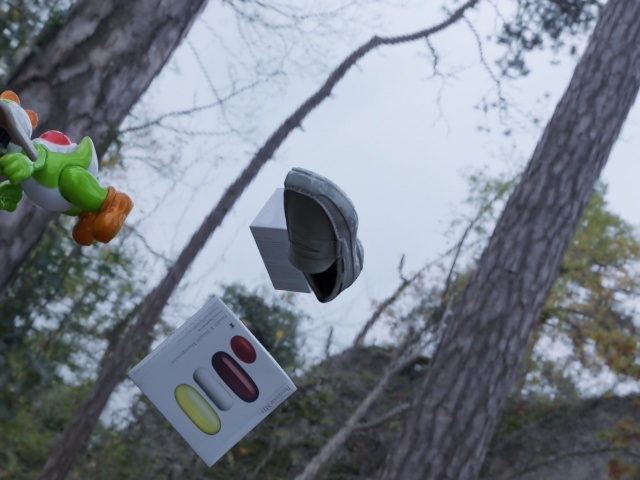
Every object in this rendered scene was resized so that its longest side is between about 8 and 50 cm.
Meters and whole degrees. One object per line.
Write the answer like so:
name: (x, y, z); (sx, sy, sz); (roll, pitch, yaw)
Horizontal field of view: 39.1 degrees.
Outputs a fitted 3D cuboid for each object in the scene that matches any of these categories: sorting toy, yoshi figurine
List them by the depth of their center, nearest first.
sorting toy: (-0.490, -0.190, 1.163); (0.229, 0.041, 0.307); (28, -12, -4)
yoshi figurine: (-0.517, -0.108, 1.551); (0.362, 0.203, 0.203); (41, 17, -24)

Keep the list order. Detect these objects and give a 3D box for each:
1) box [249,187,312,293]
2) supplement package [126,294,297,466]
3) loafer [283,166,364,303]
box: (-0.053, -0.001, 1.810); (0.091, 0.130, 0.171); (5, -48, 29)
supplement package: (-0.180, 0.230, 1.511); (0.203, 0.194, 0.149); (48, -7, -2)
loafer: (0.000, 0.000, 1.425); (0.112, 0.112, 0.319); (21, -23, 26)
